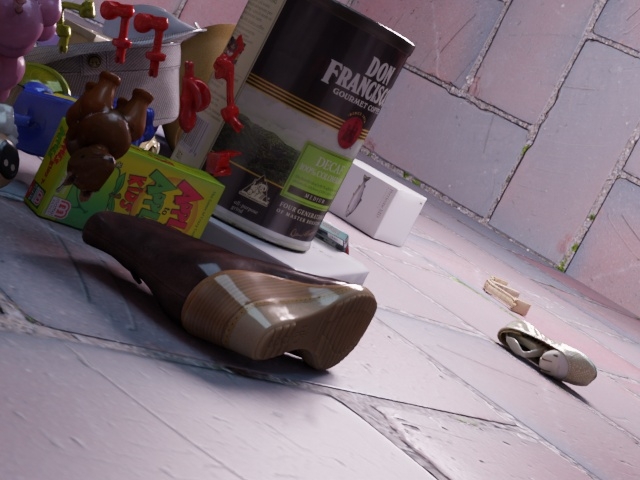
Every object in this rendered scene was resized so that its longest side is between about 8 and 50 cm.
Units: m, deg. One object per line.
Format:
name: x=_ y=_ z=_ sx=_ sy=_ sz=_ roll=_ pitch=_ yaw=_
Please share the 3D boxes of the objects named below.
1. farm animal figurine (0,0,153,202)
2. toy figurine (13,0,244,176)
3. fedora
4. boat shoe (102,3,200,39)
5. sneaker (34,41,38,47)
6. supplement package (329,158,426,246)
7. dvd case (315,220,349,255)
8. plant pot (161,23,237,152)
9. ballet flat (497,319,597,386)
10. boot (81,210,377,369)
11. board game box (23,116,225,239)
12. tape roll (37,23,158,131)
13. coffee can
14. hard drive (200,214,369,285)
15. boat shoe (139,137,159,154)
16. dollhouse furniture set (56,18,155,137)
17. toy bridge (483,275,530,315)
farm animal figurine: x=-0.322 y=-0.118 z=1.024 sx=0.327 sy=0.172 sz=0.330 roll=10 pitch=-19 yaw=39
toy figurine: x=-0.284 y=-0.161 z=1.337 sx=0.363 sy=0.191 sz=0.217 roll=19 pitch=17 yaw=26
fedora: x=-0.277 y=-0.199 z=1.629 sx=0.276 sy=0.124 sz=0.244 roll=-9 pitch=10 yaw=-20
boat shoe: x=-0.224 y=-0.322 z=2.166 sx=0.306 sy=0.113 sz=0.105 roll=12 pitch=-11 yaw=7
sneaker: x=-0.499 y=-0.339 z=1.915 sx=0.134 sy=0.146 sz=0.343 roll=23 pitch=10 yaw=-32
supplement package: x=0.086 y=-0.079 z=2.333 sx=0.179 sy=0.105 sz=0.105 roll=32 pitch=9 yaw=36
dvd case: x=0.000 y=0.000 z=1.690 sx=0.087 sy=0.013 sz=0.119 roll=29 pitch=-18 yaw=14
plant pot: x=-0.154 y=-0.189 z=1.951 sx=0.237 sy=0.237 sz=0.254 roll=26 pitch=23 yaw=-9
ballet flat: x=0.317 y=0.166 z=1.783 sx=0.052 sy=0.057 sz=0.168 roll=-13 pitch=28 yaw=-33
boot: x=-0.074 y=0.032 z=1.145 sx=0.207 sy=0.090 sz=0.248 roll=33 pitch=13 yaw=25
board game box: x=-0.193 y=-0.047 z=1.253 sx=0.181 sy=0.092 sz=0.043 roll=20 pitch=10 yaw=-40
tape roll: x=-0.386 y=-0.283 z=2.138 sx=0.275 sy=0.090 sz=0.275 roll=27 pitch=8 yaw=-4
coffee can: x=-0.040 y=-0.154 z=1.482 sx=0.202 sy=0.275 sz=0.201 roll=27 pitch=8 yaw=-4
hard drive: x=-0.068 y=0.005 z=1.523 sx=0.203 sy=0.040 sz=0.307 roll=29 pitch=8 yaw=14
boat shoe: x=-0.241 y=-0.110 z=1.652 sx=0.048 sy=0.056 sz=0.153 roll=37 pitch=10 yaw=2
dollhouse furniture set: x=-0.305 y=-0.223 z=1.874 sx=0.184 sy=0.129 sz=0.129 roll=30 pitch=8 yaw=25
toy bridge: x=0.338 y=0.096 z=2.335 sx=0.063 sy=0.026 sz=0.188 roll=23 pitch=9 yaw=-10
